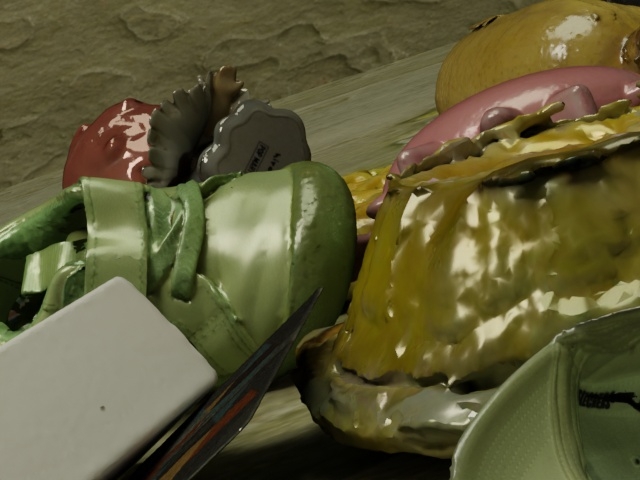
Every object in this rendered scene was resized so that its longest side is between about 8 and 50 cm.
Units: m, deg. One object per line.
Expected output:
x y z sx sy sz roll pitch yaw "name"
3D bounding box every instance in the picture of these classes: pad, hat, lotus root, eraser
-0.060 0.091 0.712 0.143 0.003 0.211 -45 3 13 "pad"
0.126 0.068 0.536 0.122 0.081 0.166 19 52 37 "hat"
0.180 -0.110 1.231 0.146 0.130 0.303 3 -1 -24 "lotus root"
-0.150 0.105 0.706 0.078 0.076 0.298 -46 -4 25 "eraser"

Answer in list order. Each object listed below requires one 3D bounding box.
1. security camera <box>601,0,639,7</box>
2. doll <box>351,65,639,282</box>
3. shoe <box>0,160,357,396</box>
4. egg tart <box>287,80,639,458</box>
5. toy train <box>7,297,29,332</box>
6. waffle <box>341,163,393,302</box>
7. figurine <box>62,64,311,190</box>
0.343 -0.202 1.345 0.277 0.197 0.191 -19 16 35 "security camera"
0.113 -0.036 0.959 0.262 0.093 0.211 -25 -20 17 "doll"
-0.102 0.034 0.946 0.262 0.140 0.128 -18 -22 32 "shoe"
0.122 0.001 0.758 0.315 0.120 0.315 -17 8 3 "egg tart"
-0.250 0.089 1.012 0.086 0.088 0.407 -27 4 28 "toy train"
-0.001 -0.003 1.190 0.307 0.060 0.312 -16 9 -2 "waffle"
-0.139 -0.050 1.494 0.387 0.166 0.207 -9 56 62 "figurine"
